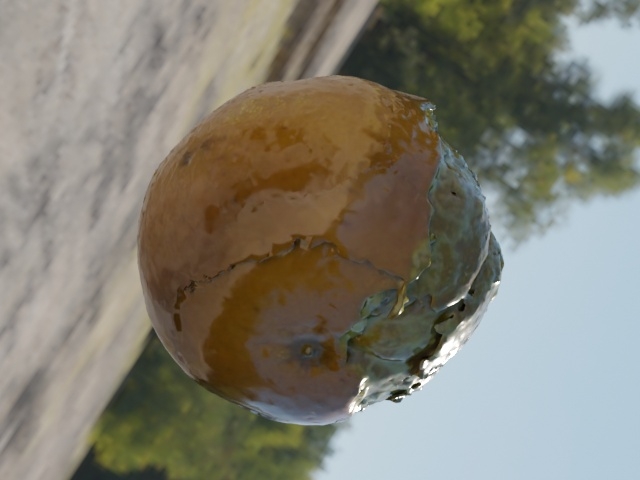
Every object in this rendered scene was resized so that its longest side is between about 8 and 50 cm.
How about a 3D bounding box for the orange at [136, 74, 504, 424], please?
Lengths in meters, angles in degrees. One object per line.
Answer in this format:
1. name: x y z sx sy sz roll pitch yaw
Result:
1. orange: 0.000 0.000 0.682 0.156 0.156 0.134 125 -28 -48
